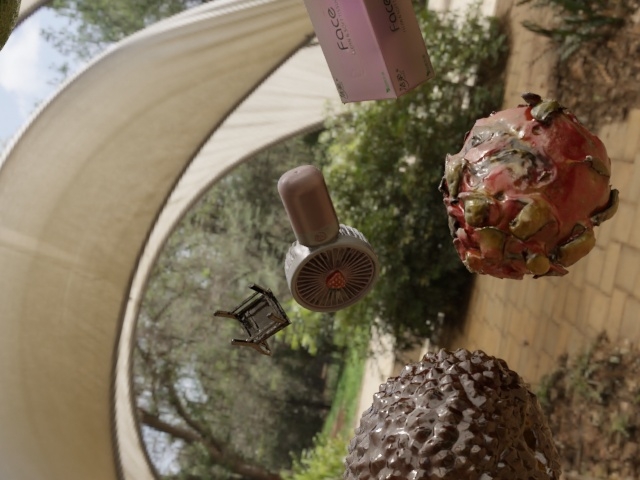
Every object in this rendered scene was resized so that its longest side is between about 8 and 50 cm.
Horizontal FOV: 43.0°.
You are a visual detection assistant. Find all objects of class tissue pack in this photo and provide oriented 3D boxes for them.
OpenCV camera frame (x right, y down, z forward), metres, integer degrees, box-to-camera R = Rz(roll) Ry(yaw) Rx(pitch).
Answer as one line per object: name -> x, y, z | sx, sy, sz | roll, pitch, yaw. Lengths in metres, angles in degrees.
tissue pack -> 0.065, -0.344, 1.250 | 0.148, 0.092, 0.246 | 6, 123, 55

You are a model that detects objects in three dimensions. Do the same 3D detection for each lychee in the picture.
lychee -> 0.143, 0.267, 0.932 | 0.267, 0.267, 0.268 | -169, 90, -90

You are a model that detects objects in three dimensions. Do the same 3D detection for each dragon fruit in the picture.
dragon fruit -> 0.361, -0.043, 1.406 | 0.296, 0.314, 0.263 | -26, 29, 41

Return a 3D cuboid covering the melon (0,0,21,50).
melon -> -0.343, -0.259, 0.764 | 0.169, 0.129, 0.265 | 44, 143, 52

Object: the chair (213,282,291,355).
chair -> -0.109, 0.157, 1.566 | 0.084, 0.101, 0.212 | 57, -172, 22

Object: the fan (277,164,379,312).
fan -> 0.000, 0.000, 1.101 | 0.074, 0.130, 0.244 | -111, 0, -47
